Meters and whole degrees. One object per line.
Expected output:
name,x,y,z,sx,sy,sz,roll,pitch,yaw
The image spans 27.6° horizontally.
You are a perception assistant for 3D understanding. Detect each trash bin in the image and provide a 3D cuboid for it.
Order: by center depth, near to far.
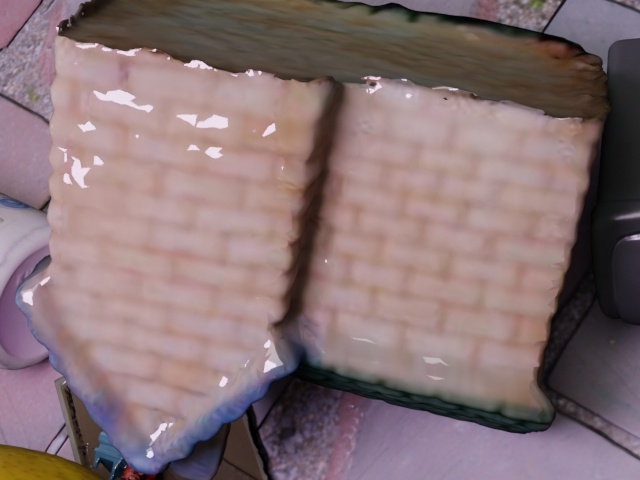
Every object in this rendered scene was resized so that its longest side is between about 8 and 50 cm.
trash bin,0.300,-0.042,1.162,0.101,0.177,0.236,-2,61,21

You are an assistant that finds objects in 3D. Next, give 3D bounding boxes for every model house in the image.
model house,0.000,0.000,1.167,0.445,0.395,0.400,10,108,4

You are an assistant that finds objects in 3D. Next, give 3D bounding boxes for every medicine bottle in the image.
medicine bottle,-0.402,0.014,1.412,0.293,0.170,0.170,21,75,29

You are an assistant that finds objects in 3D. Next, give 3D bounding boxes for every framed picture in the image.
framed picture,-0.155,0.215,1.308,0.192,0.018,0.265,-26,59,8

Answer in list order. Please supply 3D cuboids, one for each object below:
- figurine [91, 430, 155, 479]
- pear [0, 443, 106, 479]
figurine,-0.166,0.178,1.285,0.075,0.068,0.140,16,65,30
pear,-0.308,0.341,1.107,0.418,0.362,0.362,-17,55,52
